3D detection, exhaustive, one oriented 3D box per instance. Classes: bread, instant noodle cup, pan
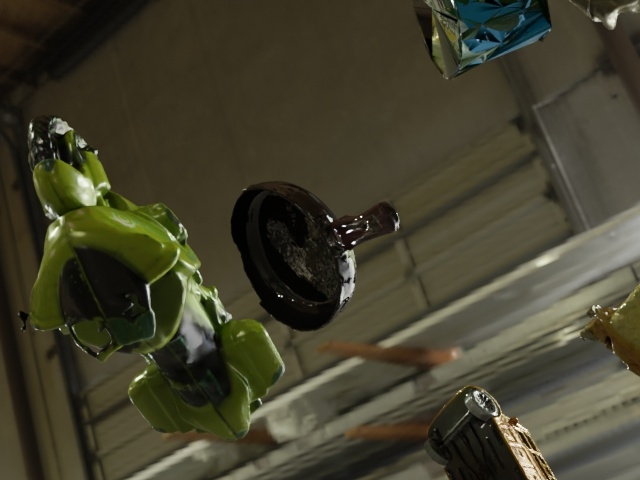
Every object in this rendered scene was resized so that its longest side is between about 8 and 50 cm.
[{"bbox_3d":[0.397,0.091,1.208,0.127,0.152,0.147,-22,-28,-44],"label":"bread"},{"bbox_3d":[0.282,-0.416,1.905,0.178,0.240,0.240,-17,-22,-8],"label":"instant noodle cup"},{"bbox_3d":[0.003,-0.002,0.738,0.040,0.114,0.212,-31,3,-30],"label":"pan"}]

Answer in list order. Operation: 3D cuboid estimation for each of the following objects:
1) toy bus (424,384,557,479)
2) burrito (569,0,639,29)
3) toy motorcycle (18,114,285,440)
[{"bbox_3d":[0.152,0.197,0.884,0.074,0.162,0.069,19,-60,-36],"label":"toy bus"},{"bbox_3d":[0.284,-0.328,1.242,0.226,0.060,0.087,40,-42,-15],"label":"burrito"},{"bbox_3d":[-0.148,0.054,0.940,0.142,0.206,0.342,-19,-46,12],"label":"toy motorcycle"}]
